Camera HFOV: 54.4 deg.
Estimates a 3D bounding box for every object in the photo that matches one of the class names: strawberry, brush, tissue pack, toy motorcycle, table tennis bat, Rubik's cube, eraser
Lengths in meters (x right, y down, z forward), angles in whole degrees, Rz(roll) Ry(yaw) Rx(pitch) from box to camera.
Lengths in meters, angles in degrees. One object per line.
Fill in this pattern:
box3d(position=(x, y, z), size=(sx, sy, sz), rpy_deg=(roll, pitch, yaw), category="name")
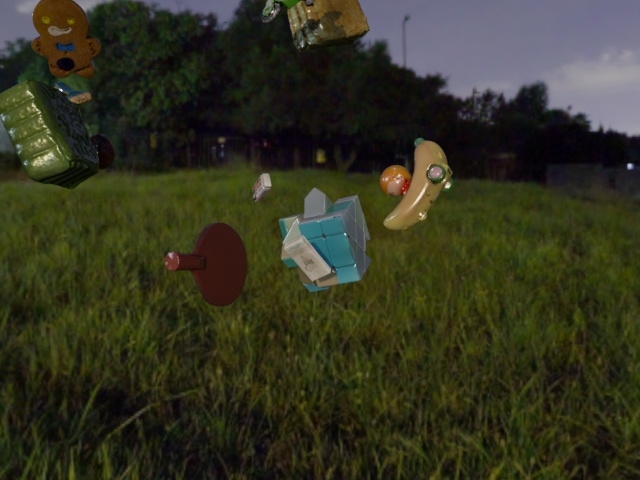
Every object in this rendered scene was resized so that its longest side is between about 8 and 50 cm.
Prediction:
box3d(position=(-0.658, -0.263, 1.855), size=(0.106, 0.106, 0.106), rpy_deg=(0, 5, 0), category="strawberry")
box3d(position=(-0.614, -0.367, 1.530), size=(0.051, 0.014, 0.164), rpy_deg=(-28, 42, -32), category="brush")
box3d(position=(-0.029, 0.041, 1.387), size=(0.056, 0.108, 0.023), rpy_deg=(-26, 28, 31), category="tissue pack")
box3d(position=(-0.055, -0.533, 1.297), size=(0.190, 0.106, 0.074), rpy_deg=(-31, -43, 30), category="toy motorcycle")
box3d(position=(-0.338, 0.073, 1.937), size=(0.051, 0.268, 0.414), rpy_deg=(-2, -4, 23), category="table tennis bat")
box3d(position=(0.000, 0.000, 1.605), size=(0.213, 0.265, 0.224), rpy_deg=(-11, 15, 22), category="Rubik's cube")
box3d(position=(-0.202, -0.180, 2.128), size=(0.029, 0.052, 0.122), rpy_deg=(-4, -20, -27), category="eraser")

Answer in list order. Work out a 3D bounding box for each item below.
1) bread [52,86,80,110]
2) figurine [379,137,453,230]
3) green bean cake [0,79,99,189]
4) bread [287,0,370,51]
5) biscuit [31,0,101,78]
box3d(position=(-0.720, -0.345, 1.683), size=(0.117, 0.156, 0.064), rpy_deg=(30, 4, -3), category="bread")
box3d(position=(0.298, -0.185, 2.072), size=(0.222, 0.325, 0.124), rpy_deg=(33, 2, 27), category="figurine")
box3d(position=(-0.657, -0.255, 1.528), size=(0.124, 0.248, 0.222), rpy_deg=(-22, -1, 4), category="green bean cake")
box3d(position=(0.019, -0.574, 1.621), size=(0.196, 0.138, 0.102), rpy_deg=(-19, -2, -32), category="bread")
box3d(position=(-0.686, -0.540, 1.672), size=(0.179, 0.236, 0.039), rpy_deg=(-3, 45, -7), category="biscuit")
